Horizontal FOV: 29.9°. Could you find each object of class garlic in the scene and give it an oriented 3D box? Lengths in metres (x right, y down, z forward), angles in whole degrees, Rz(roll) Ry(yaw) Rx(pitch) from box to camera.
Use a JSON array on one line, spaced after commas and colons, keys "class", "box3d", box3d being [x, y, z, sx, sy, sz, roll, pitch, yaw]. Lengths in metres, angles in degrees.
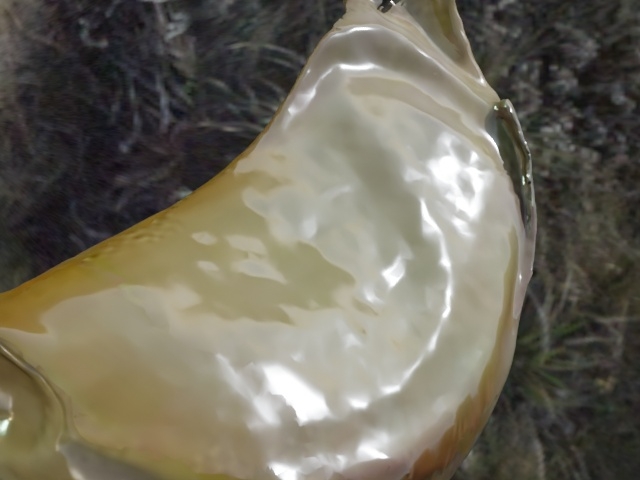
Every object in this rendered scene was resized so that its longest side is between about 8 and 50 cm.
[{"class": "garlic", "box3d": [0.011, 0.004, 0.504, 0.338, 0.151, 0.196, -47, 129, -32]}]
